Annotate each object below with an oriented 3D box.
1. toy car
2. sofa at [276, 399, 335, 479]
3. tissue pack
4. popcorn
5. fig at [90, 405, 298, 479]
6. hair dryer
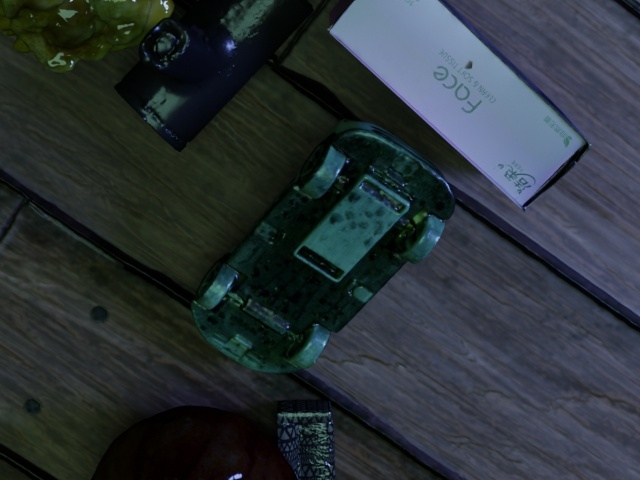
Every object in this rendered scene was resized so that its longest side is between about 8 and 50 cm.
[{"bbox_3d":[0.000,0.000,1.403,0.136,0.125,0.306,33,125,-14],"label":"toy car"},{"bbox_3d":[-0.015,0.226,1.509,0.060,0.039,0.117,-1,106,-1],"label":"sofa"},{"bbox_3d":[0.125,-0.152,1.351,0.246,0.148,0.092,41,102,-9],"label":"tissue pack"},{"bbox_3d":[-0.214,-0.234,1.299,0.198,0.197,0.155,-33,66,8],"label":"popcorn"},{"bbox_3d":[-0.125,0.284,1.436,0.235,0.214,0.235,-1,83,5],"label":"fig"},{"bbox_3d":[-0.107,-0.169,1.289,0.197,0.251,0.089,-43,91,9],"label":"hair dryer"}]
